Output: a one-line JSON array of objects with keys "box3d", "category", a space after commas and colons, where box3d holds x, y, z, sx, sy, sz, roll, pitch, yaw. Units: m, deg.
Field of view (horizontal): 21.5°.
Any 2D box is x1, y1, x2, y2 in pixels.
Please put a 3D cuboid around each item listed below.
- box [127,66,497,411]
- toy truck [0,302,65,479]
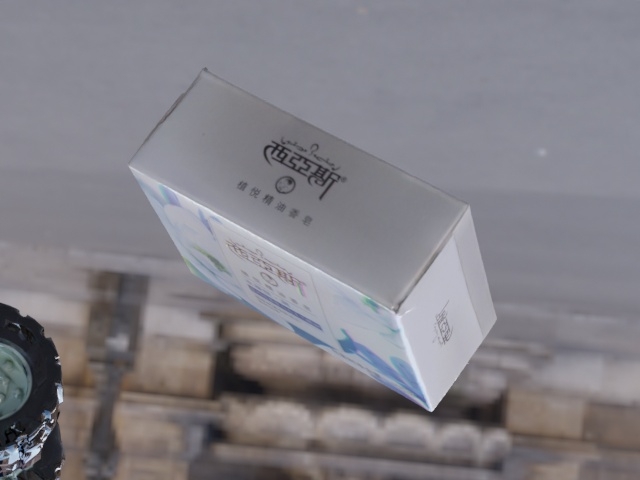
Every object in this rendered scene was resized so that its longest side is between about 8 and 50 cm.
[{"box3d": [-0.002, 0.002, 1.411, 0.274, 0.116, 0.203, 29, 161, 24], "category": "box"}, {"box3d": [-0.202, 0.038, 0.741, 0.126, 0.208, 0.113, -24, 157, -21], "category": "toy truck"}]
